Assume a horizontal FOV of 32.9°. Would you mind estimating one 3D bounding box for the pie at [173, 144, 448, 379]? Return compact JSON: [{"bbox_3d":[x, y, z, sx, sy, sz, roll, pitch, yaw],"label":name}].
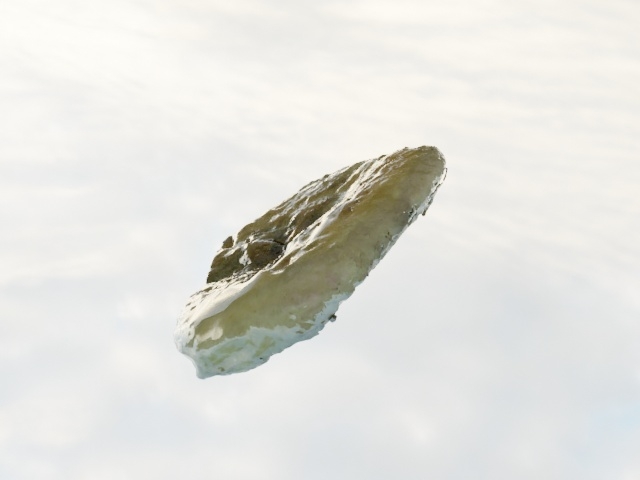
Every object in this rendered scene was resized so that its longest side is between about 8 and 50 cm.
[{"bbox_3d":[0.002,0.003,0.680,0.052,0.185,0.218,57,-165,-11],"label":"pie"}]
